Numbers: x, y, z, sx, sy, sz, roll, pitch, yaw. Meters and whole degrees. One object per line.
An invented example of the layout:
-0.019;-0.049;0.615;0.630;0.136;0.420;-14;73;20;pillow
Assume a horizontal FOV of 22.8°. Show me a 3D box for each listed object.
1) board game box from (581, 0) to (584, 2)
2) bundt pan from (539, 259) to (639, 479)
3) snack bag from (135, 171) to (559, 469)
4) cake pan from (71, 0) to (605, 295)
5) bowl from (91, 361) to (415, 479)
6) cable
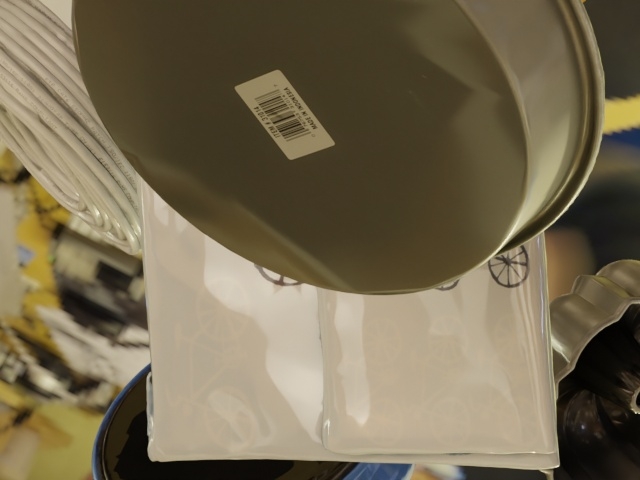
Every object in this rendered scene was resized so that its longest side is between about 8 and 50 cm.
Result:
0.199;-0.441;1.835;0.316;0.242;0.064;28;136;-24;board game box
0.368;0.158;1.968;0.124;0.331;0.331;46;173;46;bundt pan
0.000;0.000;1.125;0.342;0.323;0.037;-3;-178;30;snack bag
-0.005;-0.082;0.804;0.293;0.054;0.293;19;139;17;cake pan
-0.079;0.226;1.833;0.391;0.391;0.077;6;133;30;bowl
-0.228;-0.106;1.429;0.257;0.089;0.257;54;165;-23;cable
